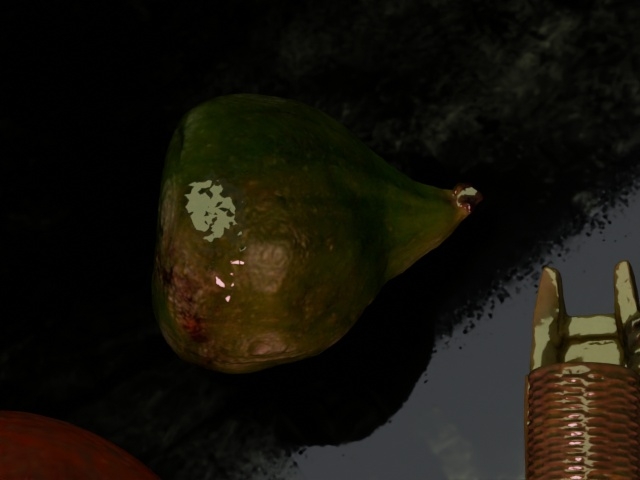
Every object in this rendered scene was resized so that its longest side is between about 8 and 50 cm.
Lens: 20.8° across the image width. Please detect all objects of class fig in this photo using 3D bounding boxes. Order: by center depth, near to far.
[{"bbox_3d":[0.000,0.000,1.221,0.235,0.203,0.203,5,68,-8],"label":"fig"}]

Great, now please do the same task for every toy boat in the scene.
[{"bbox_3d":[0.175,0.164,1.129,0.089,0.115,0.310,-1,69,16],"label":"toy boat"}]

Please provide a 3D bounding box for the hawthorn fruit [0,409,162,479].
[{"bbox_3d":[-0.222,0.227,1.152,0.276,0.276,0.307,-42,37,-3],"label":"hawthorn fruit"}]
